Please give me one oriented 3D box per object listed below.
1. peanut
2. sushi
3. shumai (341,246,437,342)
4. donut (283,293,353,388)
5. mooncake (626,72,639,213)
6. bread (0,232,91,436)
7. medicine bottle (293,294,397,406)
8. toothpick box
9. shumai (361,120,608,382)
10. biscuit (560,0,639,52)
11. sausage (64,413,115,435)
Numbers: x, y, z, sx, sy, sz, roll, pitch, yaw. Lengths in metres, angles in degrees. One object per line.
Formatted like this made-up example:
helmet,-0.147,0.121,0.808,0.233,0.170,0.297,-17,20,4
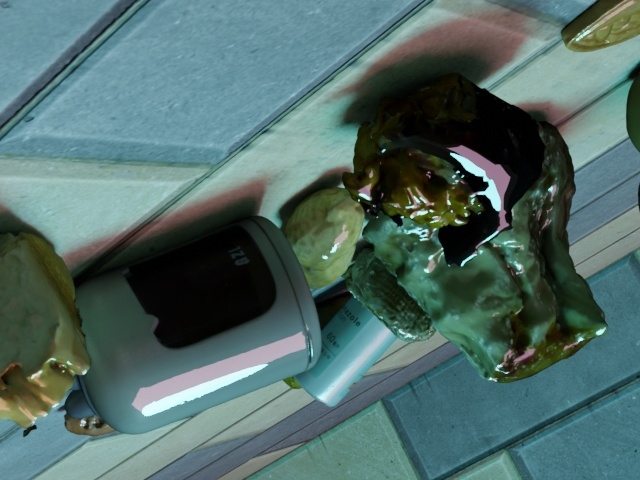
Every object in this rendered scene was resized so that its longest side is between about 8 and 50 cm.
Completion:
peanut,0.000,0.000,1.555,0.229,0.098,0.103,110,4,-70
sushi,0.133,-0.093,1.320,0.200,0.204,0.213,-56,-163,13
shumai,0.116,0.094,1.893,0.184,0.184,0.142,-18,164,-30
donut,0.021,0.194,2.227,0.272,0.107,0.272,-27,167,-6
mooncake,0.663,-0.118,1.615,0.262,0.467,0.467,-19,164,-42
bread,-0.322,0.114,1.167,0.183,0.211,0.224,-33,160,-3
medicine bottle,0.098,0.133,2.044,0.352,0.110,0.110,-49,162,6
toothpick box,-0.177,0.122,1.432,0.316,0.229,0.229,-21,164,-16
shumai,0.270,0.037,1.698,0.324,0.323,0.397,-29,166,16
biscuit,0.389,-0.281,1.386,0.220,0.029,0.142,-26,165,-3
sausage,-0.283,0.263,1.997,0.326,0.079,0.087,-20,-170,-25
